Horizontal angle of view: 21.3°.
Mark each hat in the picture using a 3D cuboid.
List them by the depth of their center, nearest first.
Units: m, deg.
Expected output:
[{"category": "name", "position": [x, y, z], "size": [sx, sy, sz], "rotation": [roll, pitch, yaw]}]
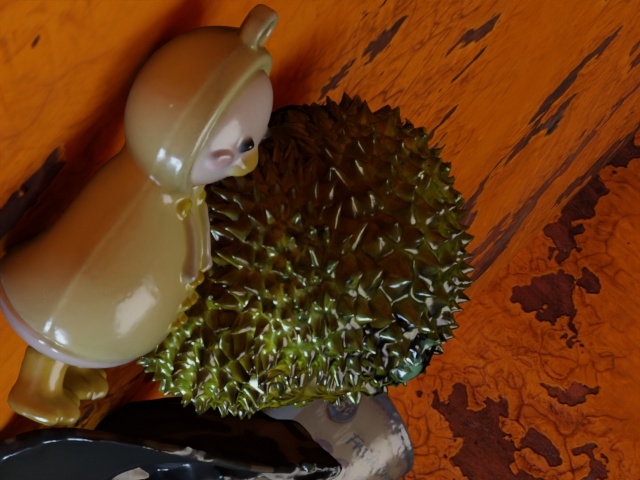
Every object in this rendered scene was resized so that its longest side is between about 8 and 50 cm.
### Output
[{"category": "hat", "position": [-0.199, 0.213, 1.579], "size": [0.366, 0.257, 0.381], "rotation": [-33, 135, 8]}]

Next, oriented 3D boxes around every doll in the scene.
[{"category": "doll", "position": [-0.104, -0.016, 1.047], "size": [0.296, 0.117, 0.141], "rotation": [-51, 172, 22]}]

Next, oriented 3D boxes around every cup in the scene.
[{"category": "cup", "position": [-0.049, 0.252, 2.132], "size": [0.257, 0.227, 0.301], "rotation": [-37, 138, -25]}]

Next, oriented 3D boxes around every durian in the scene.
[{"category": "durian", "position": [-0.003, 0.026, 1.319], "size": [0.291, 0.224, 0.291], "rotation": [-45, 170, -10]}]

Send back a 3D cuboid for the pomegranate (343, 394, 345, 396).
[{"category": "pomegranate", "position": [0.009, 0.101, 1.927], "size": [0.130, 0.130, 0.130], "rotation": [-45, 170, -10]}]
